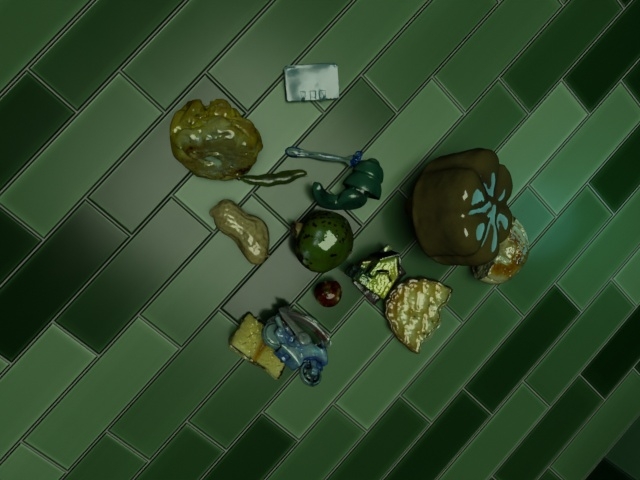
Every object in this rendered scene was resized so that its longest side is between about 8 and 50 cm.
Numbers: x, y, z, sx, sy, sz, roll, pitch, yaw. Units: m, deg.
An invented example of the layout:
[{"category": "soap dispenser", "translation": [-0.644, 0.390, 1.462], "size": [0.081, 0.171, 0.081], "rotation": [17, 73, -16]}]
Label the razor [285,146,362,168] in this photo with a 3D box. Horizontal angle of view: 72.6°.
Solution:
[{"category": "razor", "translation": [0.017, -0.345, 1.790], "size": [0.324, 0.056, 0.093], "rotation": [7, 96, -11]}]

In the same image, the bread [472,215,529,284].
[{"category": "bread", "translation": [0.808, 0.049, 1.923], "size": [0.192, 0.171, 0.314], "rotation": [18, 94, -15]}]

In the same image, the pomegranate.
[{"category": "pomegranate", "translation": [0.000, 0.000, 1.738], "size": [0.270, 0.254, 0.254], "rotation": [19, 92, -3]}]

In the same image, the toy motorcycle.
[{"category": "toy motorcycle", "translation": [-0.075, 0.406, 1.760], "size": [0.319, 0.182, 0.241], "rotation": [46, 66, 3]}]

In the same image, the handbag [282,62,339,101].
[{"category": "handbag", "translation": [-0.037, -0.632, 1.749], "size": [0.221, 0.057, 0.144], "rotation": [-5, 101, -10]}]

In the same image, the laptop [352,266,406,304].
[{"category": "laptop", "translation": [0.257, 0.160, 1.907], "size": [0.207, 0.026, 0.154], "rotation": [-44, 100, -5]}]

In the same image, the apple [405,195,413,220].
[{"category": "apple", "translation": [0.425, -0.140, 1.853], "size": [0.126, 0.126, 0.102], "rotation": [-13, 122, -9]}]

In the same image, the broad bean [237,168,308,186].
[{"category": "broad bean", "translation": [-0.197, -0.249, 1.765], "size": [0.297, 0.043, 0.060], "rotation": [-7, 88, -9]}]

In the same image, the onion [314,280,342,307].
[{"category": "onion", "translation": [0.033, 0.225, 1.825], "size": [0.117, 0.118, 0.119], "rotation": [-10, 99, 13]}]

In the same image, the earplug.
[{"category": "earplug", "translation": [0.127, -0.227, 1.778], "size": [0.257, 0.164, 0.280], "rotation": [32, 88, 2]}]

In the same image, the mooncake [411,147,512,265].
[{"category": "mooncake", "translation": [0.582, -0.125, 1.745], "size": [0.467, 0.262, 0.467], "rotation": [0, 91, -44]}]

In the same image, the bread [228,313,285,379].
[{"category": "bread", "translation": [-0.256, 0.456, 1.804], "size": [0.266, 0.178, 0.142], "rotation": [38, 120, -10]}]

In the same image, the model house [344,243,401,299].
[{"category": "model house", "translation": [0.233, 0.105, 1.786], "size": [0.170, 0.194, 0.211], "rotation": [36, 88, -7]}]

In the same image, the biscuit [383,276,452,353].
[{"category": "biscuit", "translation": [0.449, 0.311, 1.936], "size": [0.335, 0.078, 0.329], "rotation": [-26, 98, -7]}]

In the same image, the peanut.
[{"category": "peanut", "translation": [-0.300, -0.043, 1.724], "size": [0.291, 0.143, 0.159], "rotation": [48, 52, -7]}]

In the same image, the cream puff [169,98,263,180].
[{"category": "cream puff", "translation": [-0.386, -0.394, 1.623], "size": [0.324, 0.291, 0.257], "rotation": [-11, 68, 5]}]
